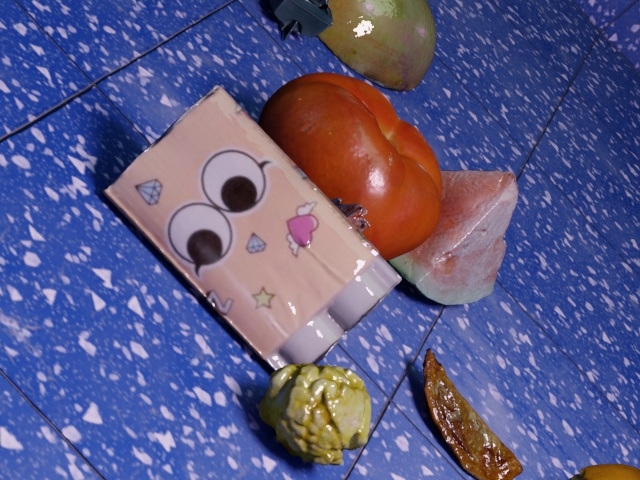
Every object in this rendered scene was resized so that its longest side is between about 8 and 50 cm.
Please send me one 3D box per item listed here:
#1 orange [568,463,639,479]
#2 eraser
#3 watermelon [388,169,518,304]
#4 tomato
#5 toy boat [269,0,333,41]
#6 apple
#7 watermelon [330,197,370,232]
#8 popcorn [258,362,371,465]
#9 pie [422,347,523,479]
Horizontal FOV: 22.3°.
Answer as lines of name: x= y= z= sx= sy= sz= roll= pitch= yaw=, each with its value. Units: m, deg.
orange: x=0.376 y=0.336 z=1.958 sx=0.170 sy=0.112 sz=0.160 roll=53 pitch=6 yaw=-46
eraser: x=-0.072 y=-0.006 z=1.739 sx=0.290 sy=0.171 sz=0.087 roll=47 pitch=-2 yaw=-4
watermelon: x=0.161 y=-0.022 z=2.145 sx=0.207 sy=0.202 sz=0.136 roll=60 pitch=-12 yaw=17
tomato: x=0.033 y=-0.080 z=1.974 sx=0.260 sy=0.180 sz=0.260 roll=39 pitch=28 yaw=-25
toy boat: x=-0.038 y=-0.396 z=2.400 sx=0.093 sy=0.103 sz=0.246 roll=30 pitch=28 yaw=-33
apple: x=0.099 y=-0.332 z=2.514 sx=0.265 sy=0.120 sz=0.193 roll=22 pitch=47 yaw=-39
watermelon: x=-0.024 y=0.003 z=1.838 sx=0.121 sy=0.158 sz=0.098 roll=9 pitch=38 yaw=-14
popcorn: x=-0.005 y=0.178 z=1.654 sx=0.121 sy=0.116 sz=0.106 roll=138 pitch=-53 yaw=-77
pie: x=0.166 y=0.223 z=1.930 sx=0.191 sy=0.033 sz=0.088 roll=53 pitch=33 yaw=-4
